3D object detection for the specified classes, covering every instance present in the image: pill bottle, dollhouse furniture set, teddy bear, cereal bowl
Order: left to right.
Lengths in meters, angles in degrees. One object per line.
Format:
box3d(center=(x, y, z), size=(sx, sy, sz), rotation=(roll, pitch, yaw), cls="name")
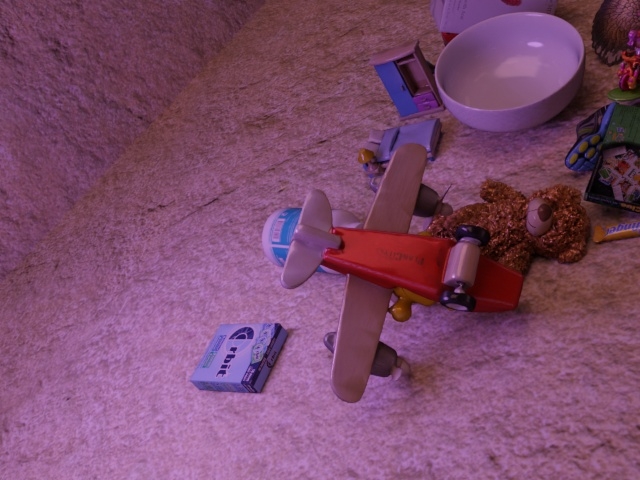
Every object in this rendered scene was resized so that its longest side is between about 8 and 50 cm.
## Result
box3d(center=(0.000, 0.000, 1.633), size=(0.264, 0.146, 0.146), rotation=(5, 51, 45), cls="pill bottle")
box3d(center=(0.232, -0.333, 1.792), size=(0.286, 0.198, 0.303), rotation=(-9, 42, 35), cls="dollhouse furniture set")
box3d(center=(0.338, -0.020, 1.388), size=(0.338, 0.113, 0.245), rotation=(7, 55, 47), cls="teddy bear")
box3d(center=(0.445, -0.373, 1.670), size=(0.339, 0.141, 0.339), rotation=(-13, 50, 16), cls="cereal bowl")

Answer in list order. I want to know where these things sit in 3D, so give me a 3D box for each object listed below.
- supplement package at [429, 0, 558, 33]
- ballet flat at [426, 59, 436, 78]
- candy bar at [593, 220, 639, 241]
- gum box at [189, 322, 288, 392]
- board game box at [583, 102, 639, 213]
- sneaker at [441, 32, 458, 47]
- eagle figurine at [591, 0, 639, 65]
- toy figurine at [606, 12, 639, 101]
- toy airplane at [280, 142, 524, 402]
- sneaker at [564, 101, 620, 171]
box3d(center=(0.457, -0.651, 1.885), size=(0.293, 0.177, 0.175), rotation=(3, 37, -5), cls="supplement package")
box3d(center=(0.310, -0.455, 1.993), size=(0.074, 0.074, 0.203), rotation=(-39, 35, -5), cls="ballet flat")
box3d(center=(0.568, -0.024, 1.269), size=(0.161, 0.018, 0.040), rotation=(-11, 41, 34), cls="candy bar")
box3d(center=(-0.179, 0.255, 1.571), size=(0.184, 0.041, 0.157), rotation=(-7, 42, 37), cls="gum box")
box3d(center=(0.598, -0.158, 1.354), size=(0.136, 0.030, 0.260), rotation=(16, 55, 24), cls="board game box")
box3d(center=(0.407, -0.558, 1.986), size=(0.107, 0.118, 0.279), rotation=(-39, 33, -2), cls="sneaker")
box3d(center=(0.763, -0.560, 1.612), size=(0.298, 0.226, 0.225), rotation=(-41, 53, -17), cls="eagle figurine")
box3d(center=(0.662, -0.386, 1.462), size=(0.173, 0.159, 0.130), rotation=(-22, 30, -14), cls="toy figurine")
box3d(center=(0.119, 0.053, 1.316), size=(0.386, 0.272, 0.384), rotation=(-32, 66, 1), cls="toy airplane")
box3d(center=(0.560, -0.208, 1.477), size=(0.188, 0.067, 0.078), rotation=(-51, 18, -21), cls="sneaker")
